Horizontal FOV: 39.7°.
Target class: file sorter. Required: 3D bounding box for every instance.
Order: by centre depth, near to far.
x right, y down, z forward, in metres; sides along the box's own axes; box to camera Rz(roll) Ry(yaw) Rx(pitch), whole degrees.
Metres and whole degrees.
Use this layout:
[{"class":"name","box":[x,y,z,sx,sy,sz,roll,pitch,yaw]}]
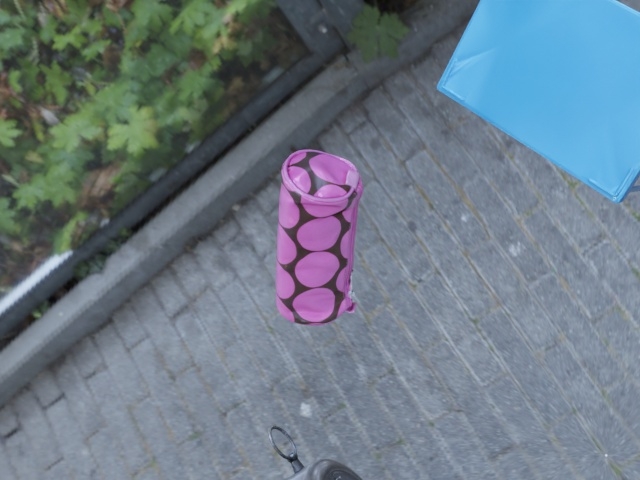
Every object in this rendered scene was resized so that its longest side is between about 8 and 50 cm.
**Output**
[{"class":"file sorter","box":[0.202,-0.125,0.675,0.170,0.104,0.118,39,116,27]}]

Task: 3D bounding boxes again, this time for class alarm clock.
[{"class":"alarm clock","box":[0.006,0.259,0.855,0.064,0.129,0.192,-40,76,20]}]

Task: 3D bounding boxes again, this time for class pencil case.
[{"class":"pencil case","box":[0.000,0.000,1.021,0.098,0.209,0.095,15,43,14]}]
